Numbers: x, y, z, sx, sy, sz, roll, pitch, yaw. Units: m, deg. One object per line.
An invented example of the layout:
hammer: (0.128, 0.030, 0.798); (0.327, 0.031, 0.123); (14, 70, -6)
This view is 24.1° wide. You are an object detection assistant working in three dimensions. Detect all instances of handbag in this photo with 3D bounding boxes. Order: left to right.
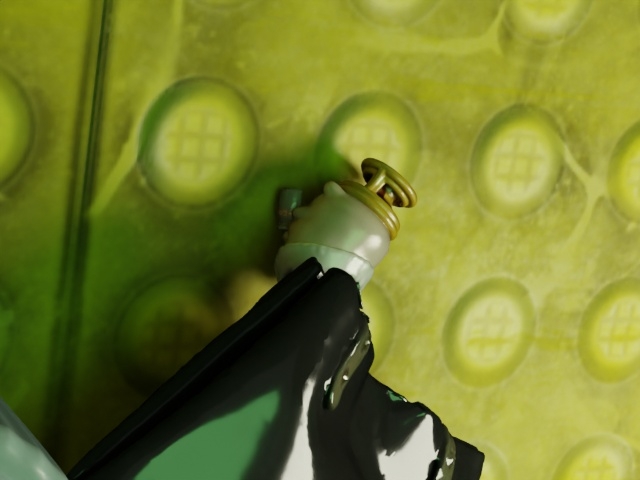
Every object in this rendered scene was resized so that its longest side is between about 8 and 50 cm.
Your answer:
handbag: (-0.029, 0.184, 0.955); (0.288, 0.152, 0.342); (-50, 137, -16)

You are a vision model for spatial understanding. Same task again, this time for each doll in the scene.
doll: (0.000, 0.000, 0.980); (0.084, 0.073, 0.127); (40, 76, 1)

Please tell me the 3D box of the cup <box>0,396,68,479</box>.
cup: (-0.286, 0.122, 0.694); (0.331, 0.311, 0.256); (37, 84, -33)
